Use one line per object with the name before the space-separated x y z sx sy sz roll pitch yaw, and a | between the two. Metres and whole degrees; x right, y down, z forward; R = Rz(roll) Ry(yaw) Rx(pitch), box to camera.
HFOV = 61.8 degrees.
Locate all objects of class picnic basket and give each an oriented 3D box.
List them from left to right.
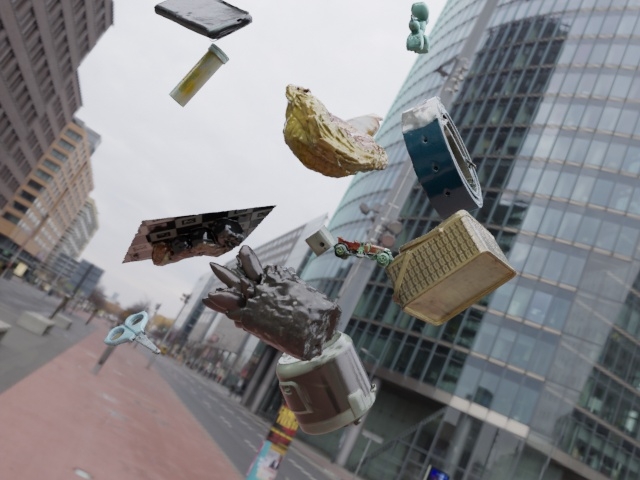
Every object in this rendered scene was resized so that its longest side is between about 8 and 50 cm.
picnic basket | 0.367 0.085 1.570 0.228 0.313 0.175 28 31 -43

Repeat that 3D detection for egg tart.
egg tart | 0.025 -0.264 1.406 0.340 0.153 0.351 20 26 -45

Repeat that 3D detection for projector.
projector | 0.000 0.000 2.015 0.083 0.083 0.082 -35 -83 25

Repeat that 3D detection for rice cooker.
rice cooker | 0.019 0.543 2.001 0.325 0.335 0.335 67 -24 -3

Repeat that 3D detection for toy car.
toy car | 0.103 0.028 1.276 0.143 0.054 0.073 11 -3 15

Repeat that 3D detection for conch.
conch | 0.111 -0.406 1.975 0.158 0.255 0.127 12 -33 52

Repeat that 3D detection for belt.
belt | 0.438 -0.292 1.925 0.173 0.300 0.436 -26 -83 26

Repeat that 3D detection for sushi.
sushi | -0.302 0.017 1.354 0.340 0.068 0.320 -9 -16 -31

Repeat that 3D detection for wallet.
wallet | -0.352 -0.680 1.603 0.318 0.172 0.045 35 -31 34

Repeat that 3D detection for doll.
doll | 0.318 -0.683 1.720 0.059 0.159 0.158 4 -70 27

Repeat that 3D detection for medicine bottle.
medicine bottle | -0.390 -0.526 1.709 0.074 0.218 0.074 42 -1 1

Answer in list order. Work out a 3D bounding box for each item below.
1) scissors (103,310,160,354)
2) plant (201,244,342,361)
scissors | -0.686 0.369 2.022 0.360 0.191 0.029 16 -44 46
plant | -0.116 0.143 1.236 0.321 0.181 0.194 29 -16 27
